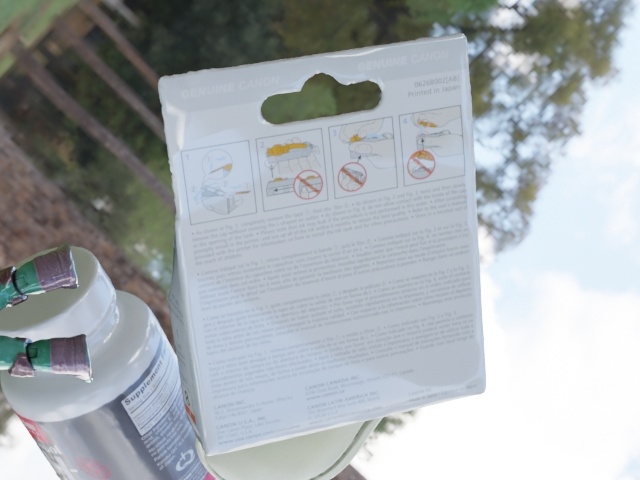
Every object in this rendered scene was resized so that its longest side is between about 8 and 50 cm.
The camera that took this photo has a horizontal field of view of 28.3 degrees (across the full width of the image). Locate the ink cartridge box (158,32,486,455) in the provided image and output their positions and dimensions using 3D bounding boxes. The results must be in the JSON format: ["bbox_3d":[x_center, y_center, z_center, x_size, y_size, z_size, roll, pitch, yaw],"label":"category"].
[{"bbox_3d":[0.000,0.000,0.587,0.145,0.179,0.045,-11,-163,-15],"label":"ink cartridge box"}]

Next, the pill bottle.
[{"bbox_3d":[-0.233,0.165,1.363,0.176,0.318,0.176,-15,-144,11],"label":"pill bottle"}]

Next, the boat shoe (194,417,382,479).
[{"bbox_3d":[0.009,0.110,1.123,0.340,0.127,0.113,-52,-178,40],"label":"boat shoe"}]

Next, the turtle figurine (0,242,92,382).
[{"bbox_3d":[-0.308,0.077,1.019,0.234,0.175,0.118,-9,-164,-10],"label":"turtle figurine"}]
